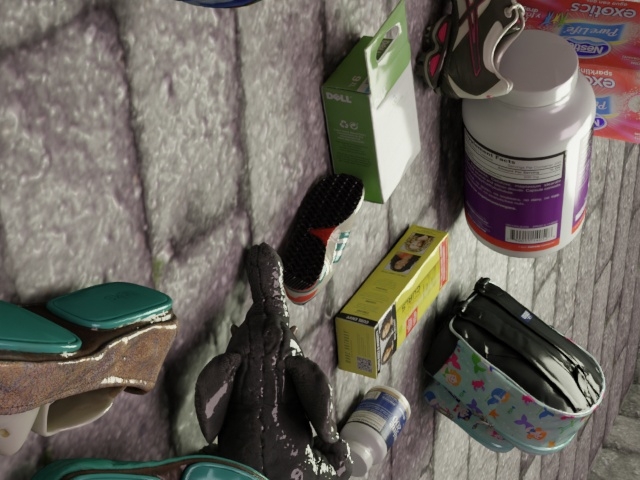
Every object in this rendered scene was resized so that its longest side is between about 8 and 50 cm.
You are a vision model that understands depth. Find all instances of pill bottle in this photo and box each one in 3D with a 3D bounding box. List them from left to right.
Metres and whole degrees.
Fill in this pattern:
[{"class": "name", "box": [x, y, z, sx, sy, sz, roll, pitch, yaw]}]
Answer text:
[{"class": "pill bottle", "box": [0.065, 0.251, 1.499, 0.120, 0.067, 0.067, -50, 144, -44]}, {"class": "pill bottle", "box": [0.291, -0.134, 1.614, 0.181, 0.181, 0.323, -59, 155, -33]}]

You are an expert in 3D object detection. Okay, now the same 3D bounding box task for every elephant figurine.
[{"class": "elephant figurine", "box": [-0.057, 0.152, 1.102, 0.169, 0.186, 0.239, -20, 119, -37]}]

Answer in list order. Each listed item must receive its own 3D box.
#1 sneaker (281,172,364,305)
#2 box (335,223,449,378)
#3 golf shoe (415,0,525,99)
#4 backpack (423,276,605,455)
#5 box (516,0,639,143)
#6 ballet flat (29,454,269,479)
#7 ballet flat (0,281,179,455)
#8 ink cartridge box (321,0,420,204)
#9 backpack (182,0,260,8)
[{"class": "sneaker", "box": [0.000, 0.000, 1.263, 0.075, 0.057, 0.161, 94, 20, -61]}, {"class": "box", "box": [0.097, 0.075, 1.485, 0.232, 0.058, 0.087, -47, 142, -47]}, {"class": "golf shoe", "box": [0.211, -0.313, 1.457, 0.105, 0.120, 0.273, -1, 102, -63]}, {"class": "backpack", "box": [0.298, 0.210, 1.754, 0.225, 0.253, 0.191, -37, 154, -56]}, {"class": "box", "box": [0.402, -0.252, 1.673, 0.142, 0.300, 0.154, -62, 153, -31]}, {"class": "ballet flat", "box": [-0.142, 0.218, 0.968, 0.247, 0.087, 0.083, 15, 79, -42]}, {"class": "ballet flat", "box": [-0.203, 0.094, 0.816, 0.316, 0.107, 0.106, 1, 109, -63]}, {"class": "ink cartridge box", "box": [0.056, -0.156, 1.274, 0.109, 0.062, 0.209, -55, 147, -39]}, {"class": "backpack", "box": [-0.052, -0.322, 0.715, 0.273, 0.290, 0.355, -58, 176, -33]}]
